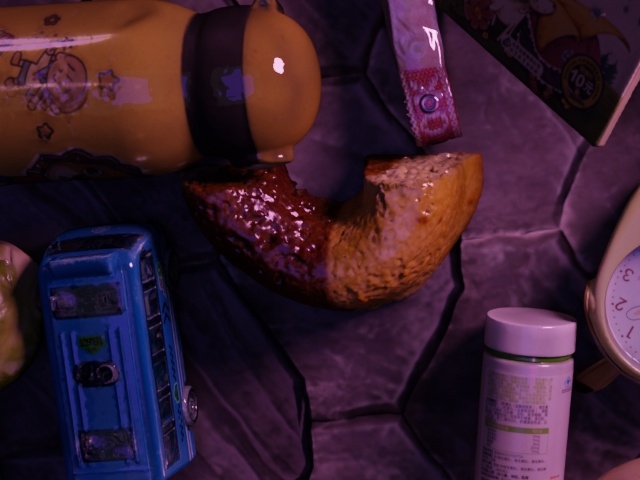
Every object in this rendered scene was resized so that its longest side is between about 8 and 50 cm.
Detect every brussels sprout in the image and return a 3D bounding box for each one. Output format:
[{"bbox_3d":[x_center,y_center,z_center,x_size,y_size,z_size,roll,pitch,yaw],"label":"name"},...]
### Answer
[{"bbox_3d":[-0.325,0.079,1.674,0.155,0.155,0.117,-39,124,15],"label":"brussels sprout"}]

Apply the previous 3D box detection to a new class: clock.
[{"bbox_3d":[0.320,0.063,1.562,0.170,0.069,0.232,30,105,6],"label":"clock"}]

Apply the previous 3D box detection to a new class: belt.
[{"bbox_3d":[0.084,-0.201,1.574,0.053,0.071,0.232,-11,99,7],"label":"belt"}]

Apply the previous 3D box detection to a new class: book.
[{"bbox_3d":[0.229,-0.270,1.448,0.228,0.018,0.322,47,129,32],"label":"book"}]

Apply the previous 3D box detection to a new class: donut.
[{"bbox_3d":[0.000,0.000,1.598,0.295,0.112,0.151,-1,96,14],"label":"donut"}]

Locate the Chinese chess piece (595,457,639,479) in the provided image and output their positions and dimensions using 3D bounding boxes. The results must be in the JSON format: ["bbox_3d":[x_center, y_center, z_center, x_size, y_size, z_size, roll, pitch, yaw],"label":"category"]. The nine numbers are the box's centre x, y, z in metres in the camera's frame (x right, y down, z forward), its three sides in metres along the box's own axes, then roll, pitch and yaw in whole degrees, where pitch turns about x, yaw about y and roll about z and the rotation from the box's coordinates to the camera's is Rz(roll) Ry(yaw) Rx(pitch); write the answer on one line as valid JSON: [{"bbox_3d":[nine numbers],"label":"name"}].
[{"bbox_3d":[0.333,0.319,1.583,0.249,0.103,0.250,2,100,13],"label":"Chinese chess piece"}]

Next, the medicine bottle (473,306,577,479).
[{"bbox_3d":[0.189,0.159,1.596,0.086,0.086,0.183,6,100,11],"label":"medicine bottle"}]

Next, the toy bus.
[{"bbox_3d":[-0.195,0.110,1.645,0.113,0.134,0.246,-5,99,13],"label":"toy bus"}]

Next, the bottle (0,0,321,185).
[{"bbox_3d":[-0.174,-0.138,1.581,0.351,0.171,0.172,-2,98,13],"label":"bottle"}]
